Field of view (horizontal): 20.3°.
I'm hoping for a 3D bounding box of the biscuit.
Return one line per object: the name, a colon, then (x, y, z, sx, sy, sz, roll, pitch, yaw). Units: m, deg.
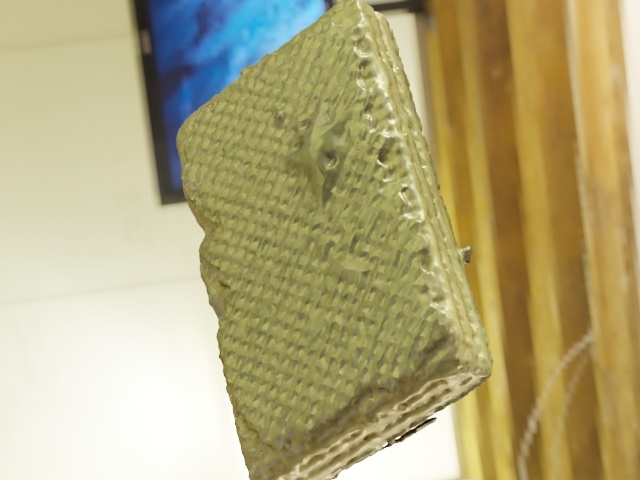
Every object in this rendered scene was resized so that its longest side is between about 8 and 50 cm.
biscuit: (0.000, 0.000, 0.773, 0.040, 0.121, 0.199, 29, 36, -45)
